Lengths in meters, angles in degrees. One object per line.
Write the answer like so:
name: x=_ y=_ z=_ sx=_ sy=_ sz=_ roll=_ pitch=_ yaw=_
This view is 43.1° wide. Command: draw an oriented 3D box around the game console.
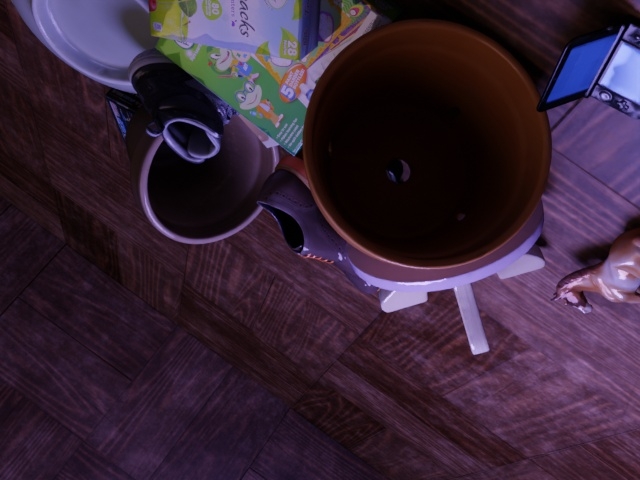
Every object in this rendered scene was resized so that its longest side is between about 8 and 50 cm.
game console: x=0.306 y=-0.169 z=0.860 sx=0.107 sy=0.071 sz=0.122 roll=32 pitch=156 yaw=12

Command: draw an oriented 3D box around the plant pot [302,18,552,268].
plant pot: x=0.114 y=-0.102 z=1.020 sx=0.291 sy=0.291 sz=0.203 roll=37 pitch=172 yaw=-1

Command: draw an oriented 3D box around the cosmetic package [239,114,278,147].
cosmetic package: x=-0.099 y=-0.215 z=1.338 sx=0.115 sy=0.060 sz=0.041 roll=49 pitch=154 yaw=-22

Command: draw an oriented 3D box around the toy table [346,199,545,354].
toy table: x=0.190 y=0.022 z=1.182 sx=0.274 sy=0.252 sz=0.161 roll=-7 pitch=143 yaw=15

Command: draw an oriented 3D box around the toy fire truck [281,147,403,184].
toy fire truck: x=0.008 y=-0.109 z=1.313 sx=0.246 sy=0.158 sz=0.217 roll=8 pitch=145 yaw=30

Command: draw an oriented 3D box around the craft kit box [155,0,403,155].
craft kit box: x=-0.062 y=-0.276 z=1.058 sx=0.246 sy=0.061 sz=0.250 roll=39 pitch=128 yaw=0

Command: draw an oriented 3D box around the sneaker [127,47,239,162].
sneaker: x=-0.144 y=-0.190 z=1.192 sx=0.268 sy=0.153 sz=0.101 roll=1 pitch=152 yaw=-31

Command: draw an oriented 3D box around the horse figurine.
horse figurine: x=0.435 y=0.047 z=1.086 sx=0.174 sy=0.066 sz=0.263 roll=26 pitch=157 yaw=9

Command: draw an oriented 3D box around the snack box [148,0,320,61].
snack box: x=-0.104 y=-0.322 z=0.970 sx=0.207 sy=0.070 sz=0.175 roll=12 pitch=123 yaw=15

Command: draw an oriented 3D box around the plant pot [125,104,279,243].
plant pot: x=-0.239 y=-0.157 z=1.455 sx=0.229 sy=0.263 sz=0.263 roll=39 pitch=165 yaw=47

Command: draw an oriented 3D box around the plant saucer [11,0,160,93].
plant saucer: x=-0.306 y=-0.339 z=1.196 sx=0.400 sy=0.101 sz=0.400 roll=12 pitch=147 yaw=8

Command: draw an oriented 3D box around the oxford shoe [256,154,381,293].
oxford shoe: x=0.000 y=0.000 z=1.237 sx=0.271 sy=0.098 sz=0.097 roll=49 pitch=154 yaw=-24

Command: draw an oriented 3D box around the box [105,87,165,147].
box: x=-0.339 y=-0.211 z=1.679 sx=0.175 sy=0.051 sz=0.220 roll=29 pitch=155 yaw=18
